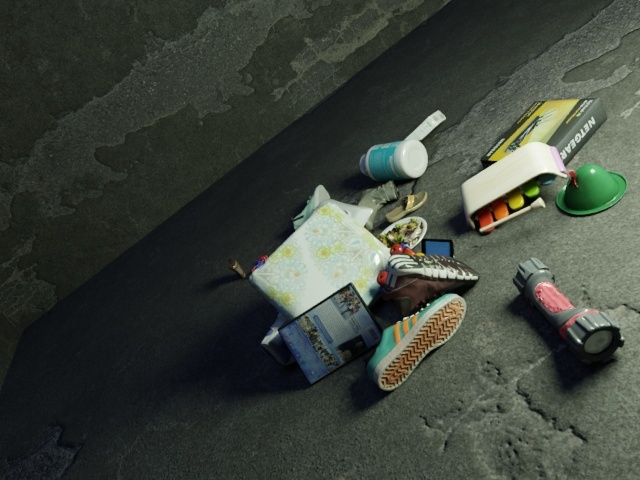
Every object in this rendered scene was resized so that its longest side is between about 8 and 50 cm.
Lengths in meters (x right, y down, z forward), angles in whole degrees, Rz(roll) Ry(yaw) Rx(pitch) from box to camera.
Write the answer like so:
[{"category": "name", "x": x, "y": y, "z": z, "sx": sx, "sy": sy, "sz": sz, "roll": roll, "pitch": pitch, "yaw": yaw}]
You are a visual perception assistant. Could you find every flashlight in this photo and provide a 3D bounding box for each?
[{"category": "flashlight", "x": 0.519, "y": 0.136, "z": 1.224, "sx": 0.103, "sy": 0.103, "sz": 0.304, "roll": -34, "pitch": 27, "yaw": 9}]

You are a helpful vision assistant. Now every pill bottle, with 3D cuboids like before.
[{"category": "pill bottle", "x": 0.271, "y": -0.304, "z": 2.191, "sx": 0.264, "sy": 0.146, "sz": 0.146, "roll": 1, "pitch": 45, "yaw": 51}]

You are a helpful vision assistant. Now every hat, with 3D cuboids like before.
[{"category": "hat", "x": 0.674, "y": -0.184, "z": 1.459, "sx": 0.173, "sy": 0.183, "sz": 0.208, "roll": -35, "pitch": 26, "yaw": 4}]

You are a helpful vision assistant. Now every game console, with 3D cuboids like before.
[{"category": "game console", "x": 0.320, "y": 0.055, "z": 1.633, "sx": 0.107, "sy": 0.071, "sz": 0.122, "roll": -43, "pitch": 25, "yaw": -28}]

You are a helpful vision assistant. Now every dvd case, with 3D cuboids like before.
[{"category": "dvd case", "x": 0.029, "y": 0.256, "z": 1.570, "sx": 0.253, "sy": 0.180, "sz": 0.022, "roll": -33, "pitch": -8, "yaw": 8}]

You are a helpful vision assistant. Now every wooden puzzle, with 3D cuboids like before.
[{"category": "wooden puzzle", "x": 0.306, "y": 0.156, "z": 1.554, "sx": 0.079, "sy": 0.014, "sz": 0.116, "roll": -32, "pitch": 26, "yaw": 10}]

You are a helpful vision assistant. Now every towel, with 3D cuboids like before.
[{"category": "towel", "x": 0.025, "y": 0.097, "z": 1.696, "sx": 0.374, "sy": 0.320, "sz": 0.090, "roll": -45, "pitch": -16, "yaw": -19}]

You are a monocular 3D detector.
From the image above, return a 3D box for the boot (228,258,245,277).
[{"category": "boot", "x": -0.338, "y": 0.120, "z": 2.322, "sx": 0.042, "sy": 0.087, "sz": 0.118, "roll": -38, "pitch": 22, "yaw": -1}]

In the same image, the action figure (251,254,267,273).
[{"category": "action figure", "x": -0.243, "y": 0.096, "z": 2.310, "sx": 0.038, "sy": 0.030, "sz": 0.115, "roll": -11, "pitch": 31, "yaw": 32}]

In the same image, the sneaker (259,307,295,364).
[{"category": "sneaker", "x": -0.089, "y": 0.254, "z": 1.780, "sx": 0.182, "sy": 0.127, "sz": 0.315, "roll": -11, "pitch": 30, "yaw": 48}]

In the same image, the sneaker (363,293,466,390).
[{"category": "sneaker", "x": 0.226, "y": 0.232, "z": 1.423, "sx": 0.302, "sy": 0.108, "sz": 0.121, "roll": -42, "pitch": 31, "yaw": -6}]

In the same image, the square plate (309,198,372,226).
[{"category": "square plate", "x": 0.000, "y": 0.000, "z": 2.050, "sx": 0.347, "sy": 0.049, "sz": 0.344, "roll": -58, "pitch": 28, "yaw": -7}]

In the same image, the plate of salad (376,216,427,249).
[{"category": "plate of salad", "x": 0.254, "y": -0.017, "z": 1.859, "sx": 0.200, "sy": 0.048, "sz": 0.200, "roll": -29, "pitch": 27, "yaw": 16}]

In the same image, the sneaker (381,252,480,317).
[{"category": "sneaker", "x": 0.274, "y": 0.125, "z": 1.481, "sx": 0.106, "sy": 0.281, "sz": 0.162, "roll": 51, "pitch": 129, "yaw": 56}]

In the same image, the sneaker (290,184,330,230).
[{"category": "sneaker", "x": -0.047, "y": -0.132, "z": 2.365, "sx": 0.151, "sy": 0.094, "sz": 0.256, "roll": -27, "pitch": 27, "yaw": 27}]

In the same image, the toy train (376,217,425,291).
[{"category": "toy train", "x": 0.273, "y": 0.053, "z": 1.589, "sx": 0.143, "sy": 0.105, "sz": 0.248, "roll": 19, "pitch": 81, "yaw": 55}]

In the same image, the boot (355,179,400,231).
[{"category": "boot", "x": 0.214, "y": -0.139, "z": 2.078, "sx": 0.161, "sy": 0.083, "sz": 0.246, "roll": -22, "pitch": 31, "yaw": 17}]

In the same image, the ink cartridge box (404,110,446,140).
[{"category": "ink cartridge box", "x": 0.395, "y": -0.423, "z": 2.300, "sx": 0.225, "sy": 0.056, "sz": 0.181, "roll": -45, "pitch": -2, "yaw": 31}]

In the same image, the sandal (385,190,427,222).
[{"category": "sandal", "x": 0.296, "y": -0.125, "z": 1.969, "sx": 0.180, "sy": 0.049, "sz": 0.072, "roll": -31, "pitch": 25, "yaw": -11}]

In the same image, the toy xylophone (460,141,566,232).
[{"category": "toy xylophone", "x": 0.528, "y": -0.135, "z": 1.603, "sx": 0.323, "sy": 0.081, "sz": 0.236, "roll": -26, "pitch": 48, "yaw": 40}]

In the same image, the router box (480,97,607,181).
[{"category": "router box", "x": 0.690, "y": -0.315, "z": 1.767, "sx": 0.309, "sy": 0.081, "sz": 0.243, "roll": -46, "pitch": 28, "yaw": -16}]
